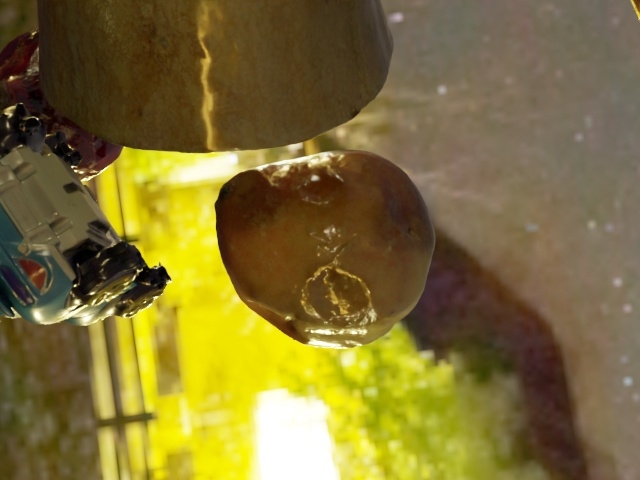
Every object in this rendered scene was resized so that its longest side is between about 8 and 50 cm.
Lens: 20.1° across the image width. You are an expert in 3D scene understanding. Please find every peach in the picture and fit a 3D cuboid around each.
[{"bbox_3d":[0.000,0.000,1.896,0.214,0.235,0.214,-53,-154,41],"label":"peach"}]

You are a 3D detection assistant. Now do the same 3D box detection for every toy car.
[{"bbox_3d":[-0.264,0.002,1.690,0.198,0.166,0.314,56,0,6],"label":"toy car"}]

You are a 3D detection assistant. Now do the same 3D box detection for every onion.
[{"bbox_3d":[-0.278,-0.148,1.916,0.198,0.135,0.173,-5,78,-73],"label":"onion"}]

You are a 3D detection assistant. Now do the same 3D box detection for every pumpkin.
[{"bbox_3d":[-0.096,-0.236,1.588,0.332,0.332,0.199,-101,-172,-52],"label":"pumpkin"}]

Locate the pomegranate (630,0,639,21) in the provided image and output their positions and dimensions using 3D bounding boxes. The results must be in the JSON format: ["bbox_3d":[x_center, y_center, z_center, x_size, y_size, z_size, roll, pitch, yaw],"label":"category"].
[{"bbox_3d":[0.363,-0.240,1.417,0.264,0.264,0.264,172,-90,-88],"label":"pomegranate"}]
